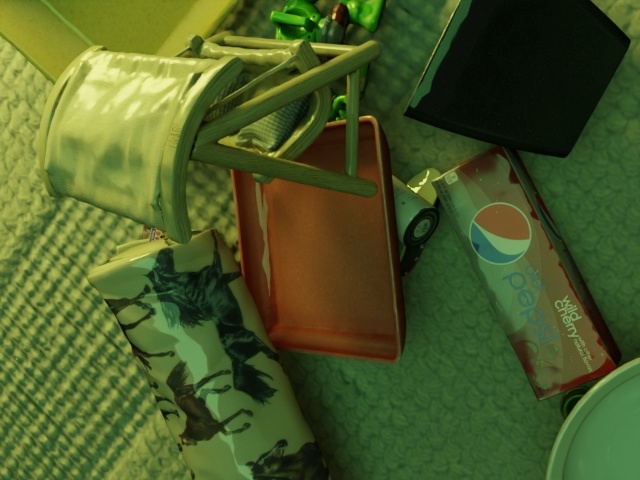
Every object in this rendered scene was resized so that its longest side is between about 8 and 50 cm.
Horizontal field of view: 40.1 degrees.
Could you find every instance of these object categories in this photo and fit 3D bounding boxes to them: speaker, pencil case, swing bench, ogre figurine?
[{"bbox_3d":[0.069,-0.051,0.991,0.136,0.055,0.055,42,108,35],"label":"speaker"},{"bbox_3d":[-0.118,0.175,1.019,0.183,0.159,0.410,-21,95,57],"label":"pencil case"},{"bbox_3d":[-0.116,-0.119,0.874,0.253,0.254,0.165,17,113,45],"label":"swing bench"},{"bbox_3d":[0.006,-0.238,0.998,0.118,0.097,0.197,15,112,5],"label":"ogre figurine"}]

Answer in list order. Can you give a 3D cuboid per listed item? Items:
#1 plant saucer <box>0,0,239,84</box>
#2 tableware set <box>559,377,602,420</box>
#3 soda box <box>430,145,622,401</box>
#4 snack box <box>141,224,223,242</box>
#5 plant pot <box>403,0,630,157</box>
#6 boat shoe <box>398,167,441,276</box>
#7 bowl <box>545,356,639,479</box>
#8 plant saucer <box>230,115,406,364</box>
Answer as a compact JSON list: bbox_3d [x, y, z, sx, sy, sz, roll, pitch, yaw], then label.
[{"bbox_3d":[-0.254,-0.347,1.034,0.332,0.081,0.333,43,116,-6],"label":"plant saucer"},{"bbox_3d":[0.332,0.204,0.971,0.104,0.024,0.154,-35,84,18],"label":"tableware set"},{"bbox_3d":[0.223,0.031,0.947,0.092,0.083,0.263,-28,82,21],"label":"soda box"},{"bbox_3d":[-0.186,0.054,1.123,0.100,0.037,0.141,13,100,15],"label":"snack box"},{"bbox_3d":[0.202,-0.182,0.901,0.167,0.188,0.188,27,104,1],"label":"plant pot"},{"bbox_3d":[0.107,-0.020,1.016,0.049,0.042,0.133,28,93,39],"label":"boat shoe"},{"bbox_3d":[0.369,0.238,0.885,0.297,0.134,0.298,1,96,8],"label":"bowl"},{"bbox_3d":[0.000,0.000,1.001,0.259,0.047,0.259,-1,96,48],"label":"plant saucer"}]
